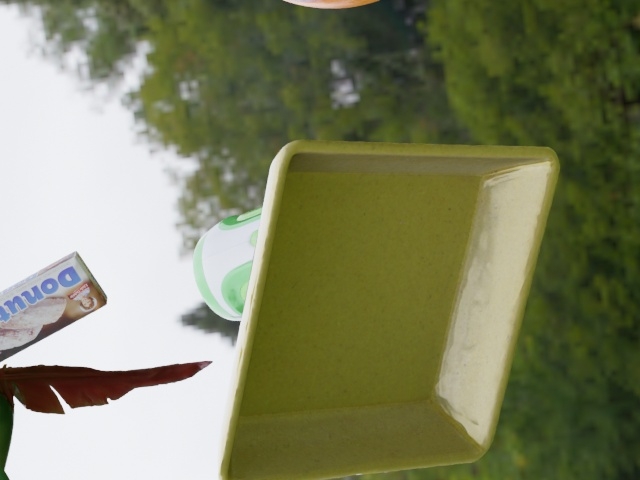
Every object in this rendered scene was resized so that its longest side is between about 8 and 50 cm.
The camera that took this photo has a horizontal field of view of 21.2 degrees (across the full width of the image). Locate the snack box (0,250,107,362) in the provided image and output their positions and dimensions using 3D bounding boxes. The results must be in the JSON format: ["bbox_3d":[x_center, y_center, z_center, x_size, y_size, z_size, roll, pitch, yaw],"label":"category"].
[{"bbox_3d":[-0.314,0.079,1.786,0.064,0.178,0.022,59,-170,-19],"label":"snack box"}]

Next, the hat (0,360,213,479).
[{"bbox_3d":[-0.217,0.073,1.059,0.208,0.173,0.183,61,-138,-37],"label":"hat"}]

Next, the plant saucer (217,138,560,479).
[{"bbox_3d":[0.050,0.056,1.613,0.081,0.332,0.333,31,115,49],"label":"plant saucer"}]

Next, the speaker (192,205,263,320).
[{"bbox_3d":[0.000,0.000,1.869,0.131,0.296,0.131,23,-123,-42],"label":"speaker"}]

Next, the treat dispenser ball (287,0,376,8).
[{"bbox_3d":[0.011,-0.368,1.649,0.288,0.288,0.288,-7,-90,-78],"label":"treat dispenser ball"}]
